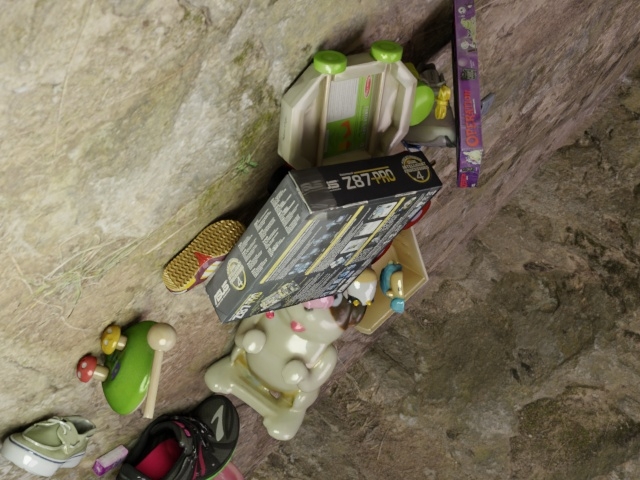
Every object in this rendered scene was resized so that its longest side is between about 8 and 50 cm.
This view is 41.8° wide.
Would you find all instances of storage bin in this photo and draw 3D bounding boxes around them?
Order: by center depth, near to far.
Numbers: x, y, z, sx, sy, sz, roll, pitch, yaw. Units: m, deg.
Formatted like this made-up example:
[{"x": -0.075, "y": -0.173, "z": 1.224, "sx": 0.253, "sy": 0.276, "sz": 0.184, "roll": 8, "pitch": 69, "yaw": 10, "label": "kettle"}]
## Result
[{"x": 0.141, "y": 0.080, "z": 2.291, "sx": 0.260, "sy": 0.123, "sz": 0.262, "roll": -42, "pitch": 137, "yaw": -19, "label": "storage bin"}]

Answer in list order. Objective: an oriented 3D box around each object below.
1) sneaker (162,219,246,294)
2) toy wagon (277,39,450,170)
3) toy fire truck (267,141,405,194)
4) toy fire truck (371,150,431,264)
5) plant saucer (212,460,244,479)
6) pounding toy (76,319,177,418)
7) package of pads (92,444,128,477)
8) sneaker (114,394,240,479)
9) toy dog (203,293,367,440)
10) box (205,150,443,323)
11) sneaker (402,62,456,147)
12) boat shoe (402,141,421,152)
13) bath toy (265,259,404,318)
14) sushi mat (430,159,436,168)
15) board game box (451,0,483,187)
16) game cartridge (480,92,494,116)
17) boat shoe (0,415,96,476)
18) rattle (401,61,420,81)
[{"x": -0.217, "y": 0.030, "z": 1.580, "sx": 0.185, "sy": 0.070, "sz": 0.084, "roll": -37, "pitch": 171, "yaw": -12, "label": "sneaker"}, {"x": 0.083, "y": -0.227, "z": 1.513, "sx": 0.344, "sy": 0.068, "sz": 0.267, "roll": -18, "pitch": 133, "yaw": -29, "label": "toy wagon"}, {"x": 0.038, "y": -0.142, "z": 1.693, "sx": 0.246, "sy": 0.158, "sz": 0.217, "roll": -57, "pitch": 164, "yaw": -6, "label": "toy fire truck"}, {"x": 0.104, "y": -0.083, "z": 1.903, "sx": 0.302, "sy": 0.169, "sz": 0.254, "roll": -46, "pitch": 162, "yaw": 8, "label": "toy fire truck"}, {"x": -0.366, "y": 0.687, "z": 2.237, "sx": 0.332, "sy": 0.332, "sz": 0.084, "roll": -26, "pitch": 129, "yaw": -50, "label": "plant saucer"}, {"x": -0.366, "y": 0.219, "z": 1.532, "sx": 0.237, "sy": 0.110, "sz": 0.183, "roll": -8, "pitch": -119, "yaw": 59, "label": "pounding toy"}, {"x": -0.516, "y": 0.541, "z": 2.059, "sx": 0.083, "sy": 0.032, "sz": 0.050, "roll": -24, "pitch": 149, "yaw": -53, "label": "package of pads"}, {"x": -0.354, "y": 0.542, "z": 2.192, "sx": 0.483, "sy": 0.185, "sz": 0.202, "roll": -41, "pitch": 152, "yaw": -56, "label": "sneaker"}, {"x": -0.043, "y": 0.240, "z": 2.116, "sx": 0.395, "sy": 0.284, "sz": 0.408, "roll": -28, "pitch": 153, "yaw": -49, "label": "toy dog"}, {"x": 0.000, "y": 0.000, "z": 1.566, "sx": 0.318, "sy": 0.097, "sz": 0.395, "roll": -15, "pitch": 156, "yaw": -38, "label": "box"}, {"x": 0.216, "y": -0.276, "z": 1.714, "sx": 0.297, "sy": 0.111, "sz": 0.129, "roll": -102, "pitch": -161, "yaw": -60, "label": "sneaker"}, {"x": 0.225, "y": -0.247, "z": 1.955, "sx": 0.089, "sy": 0.109, "sz": 0.258, "roll": -50, "pitch": 162, "yaw": 22, "label": "boat shoe"}, {"x": 0.011, "y": 0.110, "z": 1.890, "sx": 0.348, "sy": 0.129, "sz": 0.151, "roll": -1, "pitch": 161, "yaw": -3, "label": "bath toy"}, {"x": 0.265, "y": -0.112, "z": 2.511, "sx": 0.151, "sy": 0.019, "sz": 0.316, "roll": -38, "pitch": 162, "yaw": -24, "label": "sushi mat"}, {"x": 0.294, "y": -0.304, "z": 1.700, "sx": 0.208, "sy": 0.056, "sz": 0.347, "roll": 81, "pitch": 10, "yaw": -73, "label": "board game box"}, {"x": 0.470, "y": -0.385, "z": 2.396, "sx": 0.056, "sy": 0.017, "sz": 0.083, "roll": -36, "pitch": 161, "yaw": -22, "label": "game cartridge"}, {"x": -0.517, "y": 0.381, "z": 1.607, "sx": 0.094, "sy": 0.109, "sz": 0.302, "roll": -61, "pitch": 174, "yaw": -8, "label": "boat shoe"}, {"x": 0.105, "y": -0.274, "z": 1.668, "sx": 0.142, "sy": 0.130, "sz": 0.199, "roll": -23, "pitch": -178, "yaw": -27, "label": "rattle"}]
